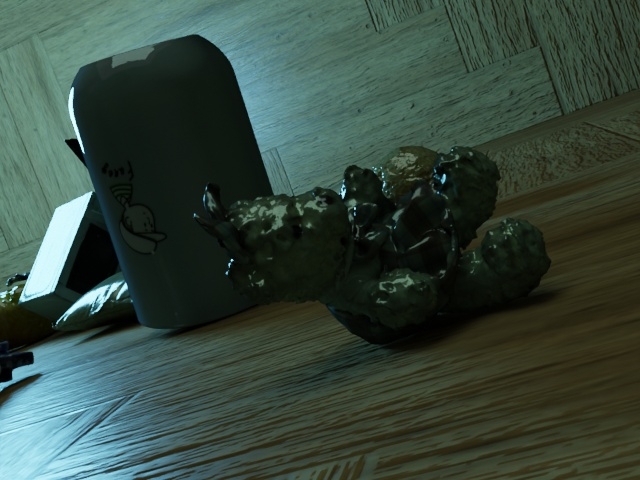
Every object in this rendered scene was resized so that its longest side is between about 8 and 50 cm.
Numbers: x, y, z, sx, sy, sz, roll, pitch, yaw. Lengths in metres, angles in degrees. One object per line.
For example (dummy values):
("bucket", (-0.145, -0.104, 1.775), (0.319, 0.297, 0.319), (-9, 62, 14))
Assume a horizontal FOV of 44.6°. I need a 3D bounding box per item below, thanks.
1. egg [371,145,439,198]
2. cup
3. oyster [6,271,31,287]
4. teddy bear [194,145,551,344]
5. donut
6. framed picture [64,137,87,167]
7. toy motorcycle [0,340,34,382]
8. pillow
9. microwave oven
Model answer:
("egg", (0.117, -0.063, 1.003), (0.116, 0.118, 0.140), (22, -18, -14))
("cup", (-0.168, -0.072, 0.930), (0.205, 0.312, 0.205), (-16, 15, 4))
("oyster", (-0.578, 0.072, 1.509), (0.054, 0.019, 0.083), (-17, 3, 17))
("teddy bear", (0.027, 0.010, 0.512), (0.213, 0.111, 0.133), (-4, 42, -8))
("donut", (-0.610, 0.153, 1.511), (0.227, 0.113, 0.226), (-20, 4, 1))
("framed picture", (-0.330, -0.059, 1.483), (0.014, 0.338, 0.255), (-39, 3, 7))
("toy motorcycle", (-0.481, 0.163, 0.921), (0.239, 0.108, 0.204), (-21, 5, -8))
("pillow", (-0.258, 0.073, 1.198), (0.302, 0.075, 0.185), (-16, 12, 31))
("microwave oven", (-0.432, 0.039, 1.422), (0.122, 0.208, 0.162), (32, -32, -34))
